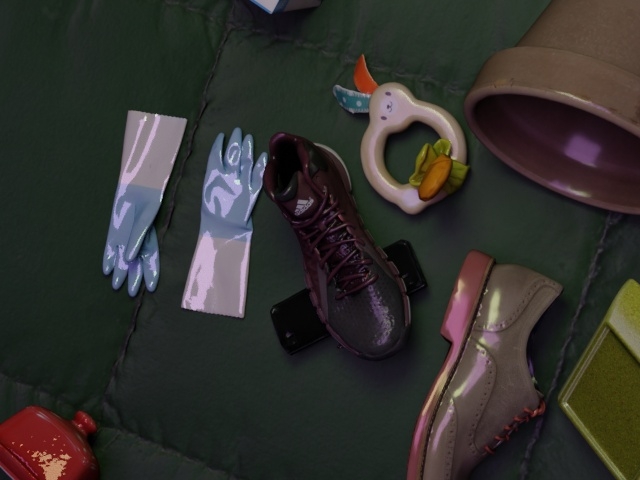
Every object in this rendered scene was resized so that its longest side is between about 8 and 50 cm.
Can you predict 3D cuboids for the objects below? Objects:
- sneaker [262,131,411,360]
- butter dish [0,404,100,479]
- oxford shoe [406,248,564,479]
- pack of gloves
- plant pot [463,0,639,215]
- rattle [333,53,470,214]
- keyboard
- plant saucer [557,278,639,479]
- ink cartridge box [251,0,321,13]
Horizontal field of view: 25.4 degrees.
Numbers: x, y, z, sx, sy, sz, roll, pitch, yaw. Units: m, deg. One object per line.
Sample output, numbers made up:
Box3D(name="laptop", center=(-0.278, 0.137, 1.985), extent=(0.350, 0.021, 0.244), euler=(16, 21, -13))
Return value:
Box3D(name="sneaker", center=(0.000, 0.000, 1.587), extent=(0.106, 0.162, 0.281), euler=(-30, 68, 11))
Box3D(name="butter dish", center=(-0.319, 0.255, 1.713), extent=(0.160, 0.160, 0.118), euler=(41, 75, 15))
Box3D(name="oxford shoe", center=(0.178, 0.191, 1.568), extent=(0.130, 0.123, 0.348), euler=(14, 92, 11))
Box3D(name="pack of gloves", center=(-0.171, -0.035, 1.723), extent=(0.195, 0.046, 0.232), euler=(9, 90, 18))
Box3D(name="plant pot", center=(0.313, -0.185, 1.500), extent=(0.263, 0.263, 0.229), euler=(23, 77, 17))
Box3D(name="rattle", center=(0.074, -0.126, 1.611), extent=(0.130, 0.143, 0.199), euler=(-33, 84, 31))
Box3D(name="keyboard", center=(0.038, 0.082, 1.668), extent=(0.192, 0.038, 0.100), euler=(-28, 56, 14))
Box3D(name="plant saucer", center=(0.325, 0.169, 1.483), extent=(0.188, 0.045, 0.188), euler=(55, 139, 35))
Box3D(name="ink cartridge box", center=(-0.040, -0.329, 1.659), extent=(0.092, 0.143, 0.090), euler=(36, 114, 15))
